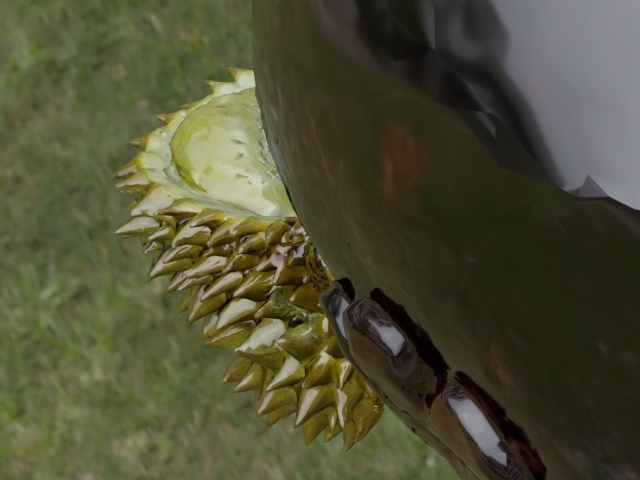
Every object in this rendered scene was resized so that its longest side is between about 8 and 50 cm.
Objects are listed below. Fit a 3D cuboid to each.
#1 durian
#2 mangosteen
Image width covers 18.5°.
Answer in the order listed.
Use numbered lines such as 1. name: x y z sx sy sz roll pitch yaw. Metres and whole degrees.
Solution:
1. durian: 0.000 0.000 0.972 0.166 0.172 0.306 -35 15 4
2. mangosteen: 0.127 -0.045 0.427 0.287 0.233 0.287 4 46 -4
